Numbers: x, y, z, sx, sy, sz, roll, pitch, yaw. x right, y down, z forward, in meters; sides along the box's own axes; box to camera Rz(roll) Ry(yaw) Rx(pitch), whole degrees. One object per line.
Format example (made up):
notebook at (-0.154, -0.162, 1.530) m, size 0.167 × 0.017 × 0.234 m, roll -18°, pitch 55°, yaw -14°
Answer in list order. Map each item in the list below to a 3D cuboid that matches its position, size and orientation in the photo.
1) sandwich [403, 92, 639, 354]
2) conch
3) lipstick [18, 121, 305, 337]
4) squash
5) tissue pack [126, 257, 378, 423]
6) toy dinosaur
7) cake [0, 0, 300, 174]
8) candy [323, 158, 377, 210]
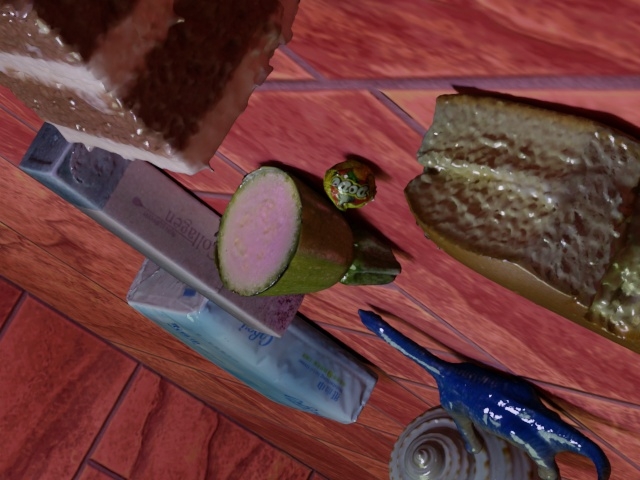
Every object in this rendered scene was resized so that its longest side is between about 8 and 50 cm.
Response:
sandwich at (0.158, 0.005, 0.739) m, size 0.244 × 0.090 × 0.088 m, roll 29°, pitch 170°, yaw -2°
conch at (0.168, 0.235, 1.519) m, size 0.172 × 0.131 × 0.200 m, roll -11°, pitch 175°, yaw 33°
lipstick at (-0.141, -0.010, 1.358) m, size 0.068 × 0.066 × 0.317 m, roll 13°, pitch 160°, yaw 49°
squash at (-0.003, 0.005, 1.125) m, size 0.132 × 0.105 × 0.105 m, roll 15°, pitch 178°, yaw -40°
tissue pack at (-0.082, 0.115, 1.665) m, size 0.263 × 0.089 × 0.177 m, roll 36°, pitch 163°, yaw -31°
toy dinosaur at (0.158, 0.146, 1.341) m, size 0.188 × 0.075 × 0.247 m, roll 47°, pitch 165°, yaw -34°
cake at (-0.097, -0.120, 0.690) m, size 0.134 × 0.135 × 0.147 m, roll 15°, pitch 157°, yaw 47°
candy at (0.013, -0.039, 1.023) m, size 0.035 × 0.035 × 0.123 m, roll 62°, pitch 172°, yaw -5°
